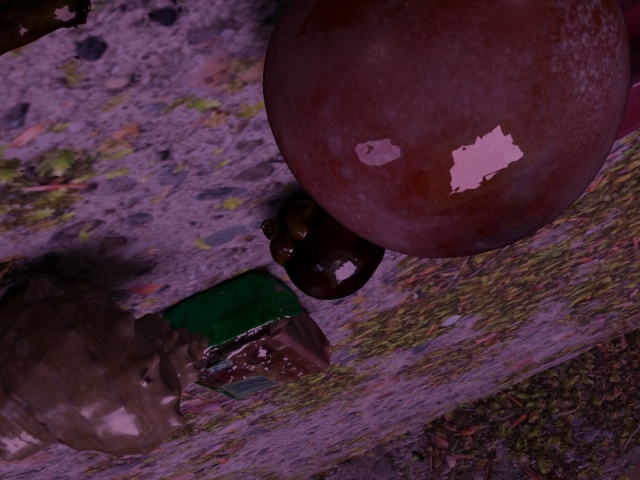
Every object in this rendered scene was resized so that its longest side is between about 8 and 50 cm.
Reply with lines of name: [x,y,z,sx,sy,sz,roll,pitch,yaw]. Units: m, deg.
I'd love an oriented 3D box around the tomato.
tomato: [0.099,-0.104,0.640,0.270,0.227,0.270,-18,160,-7]

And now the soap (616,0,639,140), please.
soap: [0.323,-0.186,0.831,0.250,0.099,0.162,-32,162,24]

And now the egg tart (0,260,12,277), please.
egg tart: [-0.354,-0.006,0.576,0.297,0.132,0.297,-1,178,0]

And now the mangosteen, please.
mangosteen: [0.000,0.000,0.938,0.140,0.140,0.140,-18,157,-8]

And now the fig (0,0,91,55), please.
fig: [-0.257,-0.095,0.391,0.290,0.190,0.190,-15,157,-7]

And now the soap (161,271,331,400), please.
soap: [-0.100,0.147,1.187,0.218,0.098,0.273,-24,157,6]

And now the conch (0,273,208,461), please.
conch: [-0.282,0.134,0.904,0.324,0.186,0.263,3,167,-20]
